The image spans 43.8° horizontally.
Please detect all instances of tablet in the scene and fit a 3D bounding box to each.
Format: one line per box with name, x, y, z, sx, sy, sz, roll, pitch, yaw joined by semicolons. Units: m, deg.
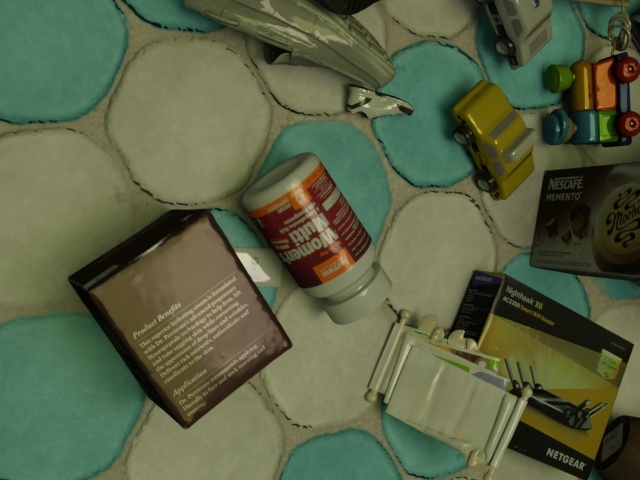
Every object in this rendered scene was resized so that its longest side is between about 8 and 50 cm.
tablet;-0.093;0.037;1.108;0.083;0.006;0.054;2;91;-26

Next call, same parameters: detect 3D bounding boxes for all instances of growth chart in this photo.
growth chart;0.187;0.218;1.168;0.237;0.021;0.172;30;84;18

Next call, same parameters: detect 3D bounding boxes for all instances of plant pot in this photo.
plant pot;0.592;0.400;1.349;0.230;0.215;0.215;30;78;1

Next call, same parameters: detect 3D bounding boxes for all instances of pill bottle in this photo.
pill bottle;0.000;0.000;1.087;0.121;0.121;0.221;-40;107;-19

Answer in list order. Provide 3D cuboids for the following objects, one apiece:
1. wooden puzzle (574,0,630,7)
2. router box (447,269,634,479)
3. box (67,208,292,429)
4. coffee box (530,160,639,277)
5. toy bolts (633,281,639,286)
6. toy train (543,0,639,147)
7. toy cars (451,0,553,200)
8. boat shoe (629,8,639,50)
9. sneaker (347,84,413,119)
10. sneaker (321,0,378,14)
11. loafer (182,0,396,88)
wooden puzzle;0.417;-0.506;1.315;0.220;0.044;0.239;-2;87;-25
router box;0.340;0.219;1.280;0.308;0.081;0.243;26;81;-24
box;-0.175;0.089;0.982;0.168;0.167;0.203;-36;106;-20
coffee box;0.464;-0.025;1.210;0.118;0.297;0.168;10;88;-21
toy bolts;0.678;0.000;1.359;0.228;0.218;0.159;-21;126;-30
toy train;0.435;-0.276;1.305;0.143;0.105;0.248;-5;94;-12
toy cars;0.294;-0.251;1.207;0.176;0.087;0.394;-1;101;-35
boat shoe;0.638;-0.277;1.389;0.105;0.113;0.306;-35;104;-13
sneaker;0.086;-0.197;1.172;0.109;0.040;0.044;11;104;-22
sneaker;0.031;-0.378;1.074;0.130;0.087;0.227;36;40;12
loafer;-0.035;-0.286;1.081;0.319;0.112;0.111;26;118;-29
